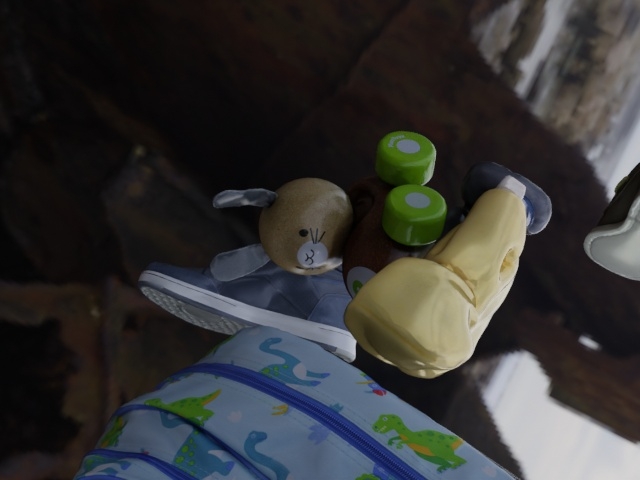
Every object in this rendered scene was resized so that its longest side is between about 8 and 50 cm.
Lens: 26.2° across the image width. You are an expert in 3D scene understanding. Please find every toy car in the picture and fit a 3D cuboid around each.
[{"bbox_3d":[0.000,0.000,1.176,0.149,0.188,0.155,-94,-171,-50],"label":"toy car"}]

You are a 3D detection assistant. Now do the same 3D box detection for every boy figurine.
[{"bbox_3d":[0.096,0.035,1.052,0.177,0.092,0.285,-60,170,28],"label":"boy figurine"}]

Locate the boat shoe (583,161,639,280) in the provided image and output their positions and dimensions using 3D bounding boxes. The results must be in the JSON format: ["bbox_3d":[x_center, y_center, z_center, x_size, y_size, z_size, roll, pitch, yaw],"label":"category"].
[{"bbox_3d":[0.391,-0.032,1.607,0.305,0.109,0.091,105,11,-73],"label":"boat shoe"}]

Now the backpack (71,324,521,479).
[{"bbox_3d":[0.006,0.212,0.873,0.273,0.355,0.290,-25,143,-20],"label":"backpack"}]

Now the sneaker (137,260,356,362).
[{"bbox_3d":[-0.058,0.014,1.350,0.086,0.226,0.163,155,-50,-67],"label":"sneaker"}]
